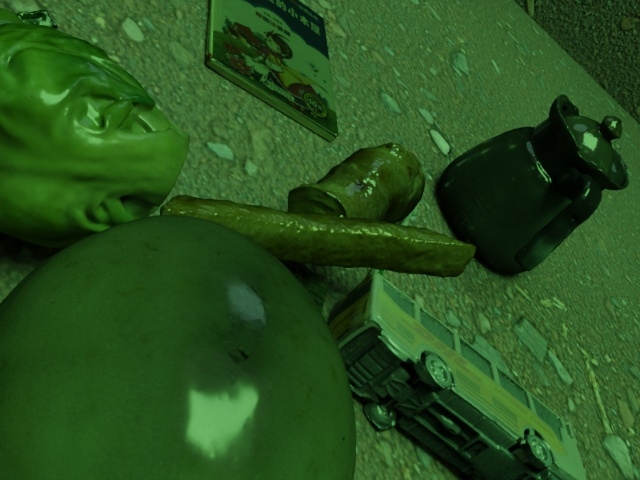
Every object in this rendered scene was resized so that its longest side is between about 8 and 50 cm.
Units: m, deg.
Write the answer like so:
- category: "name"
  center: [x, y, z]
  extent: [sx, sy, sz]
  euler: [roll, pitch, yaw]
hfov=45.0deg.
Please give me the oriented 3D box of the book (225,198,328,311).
- category: "book"
  center: [-0.071, 0.073, 0.787]
  extent: [0.160, 0.024, 0.228]
  euler: [41, 33, -17]

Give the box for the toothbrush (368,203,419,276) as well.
- category: "toothbrush"
  center: [0.093, 0.014, 1.038]
  extent: [0.030, 0.030, 0.304]
  euler: [44, 33, -9]

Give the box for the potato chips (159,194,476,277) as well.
- category: "potato chips"
  center: [0.000, 0.000, 0.825]
  extent: [0.407, 0.057, 0.080]
  euler: [7, 16, -36]

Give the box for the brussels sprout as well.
- category: "brussels sprout"
  center: [-0.226, -0.092, 0.653]
  extent: [0.223, 0.161, 0.223]
  euler: [39, 11, -9]

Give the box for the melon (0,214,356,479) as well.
- category: "melon"
  center: [-0.102, 0.119, 0.494]
  extent: [0.272, 0.272, 0.308]
  euler: [44, 39, -10]

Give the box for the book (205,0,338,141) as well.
- category: "book"
  center: [-0.073, -0.308, 1.174]
  extent: [0.228, 0.018, 0.322]
  euler: [27, 39, -32]

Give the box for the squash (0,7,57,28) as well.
- category: "squash"
  center: [-0.341, -0.172, 0.669]
  extent: [0.066, 0.066, 0.252]
  euler: [53, 32, 4]

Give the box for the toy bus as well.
- category: "toy bus"
  center: [0.154, 0.185, 0.884]
  extent: [0.342, 0.097, 0.138]
  euler: [37, 28, -17]

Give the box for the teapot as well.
- category: "teapot"
  center: [0.340, -0.098, 1.210]
  extent: [0.223, 0.285, 0.305]
  euler: [56, 32, 10]

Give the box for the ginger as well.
- category: "ginger"
  center: [0.059, -0.062, 0.993]
  extent: [0.263, 0.116, 0.109]
  euler: [-27, 96, -53]
